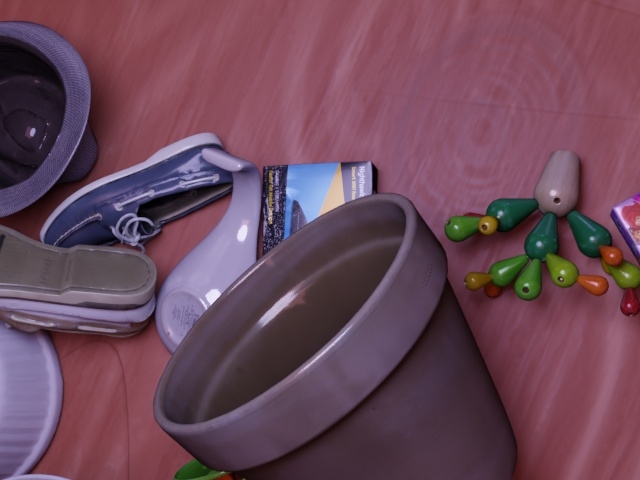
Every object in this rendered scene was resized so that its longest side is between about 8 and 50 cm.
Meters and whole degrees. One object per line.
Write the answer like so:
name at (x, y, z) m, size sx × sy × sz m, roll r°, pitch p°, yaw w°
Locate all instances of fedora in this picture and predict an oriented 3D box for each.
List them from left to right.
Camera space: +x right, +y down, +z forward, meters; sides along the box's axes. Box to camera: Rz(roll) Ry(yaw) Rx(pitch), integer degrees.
fedora at (-0.370, -0.140, 1.224) m, size 0.275 × 0.124 × 0.243 m, roll 22°, pitch 86°, yaw 23°

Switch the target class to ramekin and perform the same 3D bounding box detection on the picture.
ramekin at (-0.463, 0.185, 1.207) m, size 0.273 × 0.127 × 0.272 m, roll -1°, pitch 83°, yaw 13°

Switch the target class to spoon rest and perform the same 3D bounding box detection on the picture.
spoon rest at (-0.120, 0.027, 1.158) m, size 0.137 × 0.084 × 0.276 m, roll 25°, pitch 112°, yaw 24°

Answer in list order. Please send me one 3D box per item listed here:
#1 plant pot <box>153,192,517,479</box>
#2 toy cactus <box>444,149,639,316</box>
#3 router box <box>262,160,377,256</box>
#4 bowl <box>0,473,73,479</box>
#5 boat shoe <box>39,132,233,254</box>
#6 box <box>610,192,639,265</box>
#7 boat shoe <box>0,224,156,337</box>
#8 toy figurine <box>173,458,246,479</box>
plant pot at (0.045, 0.158, 1.001) m, size 0.323 × 0.323 × 0.280 m, roll -40°, pitch 108°, yaw 6°
toy cactus at (0.253, -0.010, 1.091) m, size 0.219 × 0.112 × 0.180 m, roll 13°, pitch 68°, yaw 17°
router box at (0.000, 0.000, 1.162) m, size 0.133 × 0.046 × 0.178 m, roll -2°, pitch 83°, yaw 13°
bowl at (-0.295, 0.412, 1.137) m, size 0.298 × 0.134 × 0.297 m, roll -2°, pitch 83°, yaw 12°
boat shoe at (-0.217, -0.036, 1.196) m, size 0.255 × 0.095 × 0.079 m, roll -27°, pitch 67°, yaw 0°
box at (0.468, 0.045, 1.041) m, size 0.201 × 0.057 × 0.293 m, roll -30°, pitch 78°, yaw 8°
boat shoe at (-0.345, 0.057, 1.157) m, size 0.302 × 0.103 × 0.113 m, roll 11°, pitch 43°, yaw -2°
toy figurine at (-0.057, 0.307, 1.124) m, size 0.173 × 0.130 × 0.159 m, roll -22°, pitch 93°, yaw -15°
